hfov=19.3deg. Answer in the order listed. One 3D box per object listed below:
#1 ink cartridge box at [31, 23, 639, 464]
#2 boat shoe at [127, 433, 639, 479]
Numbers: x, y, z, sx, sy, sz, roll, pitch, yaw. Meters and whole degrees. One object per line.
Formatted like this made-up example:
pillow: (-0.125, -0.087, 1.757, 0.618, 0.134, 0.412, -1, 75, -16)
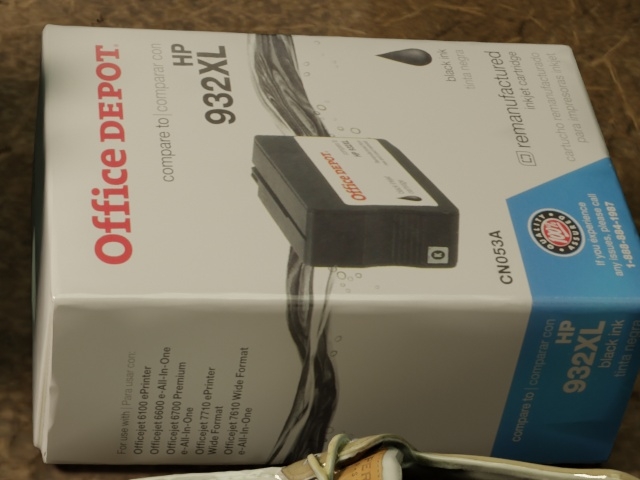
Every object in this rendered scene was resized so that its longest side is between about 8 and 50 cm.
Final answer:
ink cartridge box: (0.000, 0.000, 1.021, 0.307, 0.129, 0.223, 1, 43, -10)
boat shoe: (0.019, 0.140, 0.891, 0.302, 0.103, 0.113, 3, 42, -8)
